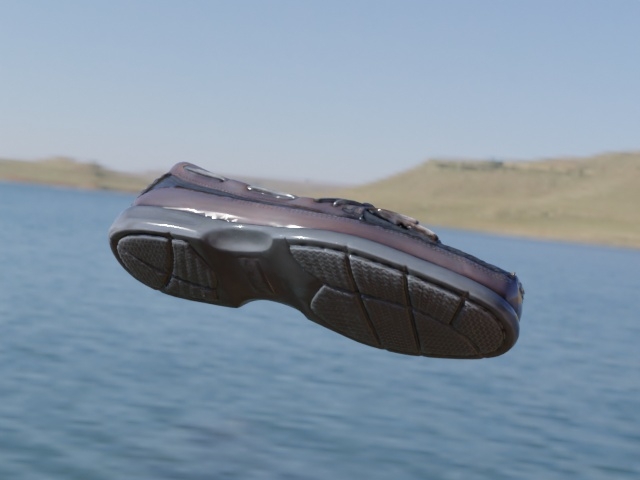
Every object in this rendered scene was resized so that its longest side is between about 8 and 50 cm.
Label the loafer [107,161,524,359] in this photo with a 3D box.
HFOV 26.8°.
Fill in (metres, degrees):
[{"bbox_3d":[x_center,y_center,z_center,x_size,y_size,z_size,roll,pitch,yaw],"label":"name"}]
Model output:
[{"bbox_3d":[0.000,0.000,0.922,0.303,0.095,0.109,11,-37,23],"label":"loafer"}]
